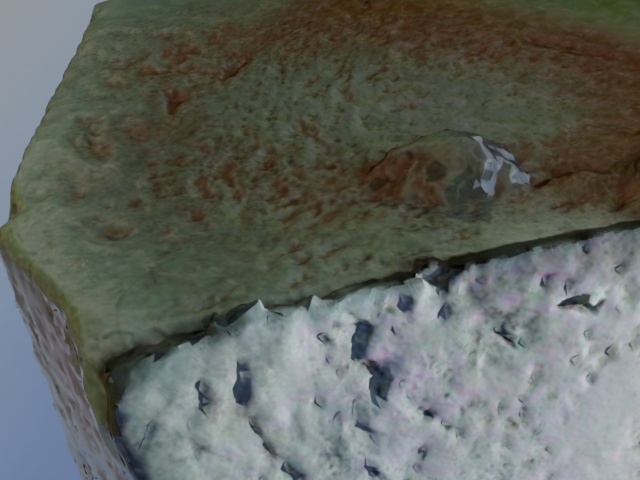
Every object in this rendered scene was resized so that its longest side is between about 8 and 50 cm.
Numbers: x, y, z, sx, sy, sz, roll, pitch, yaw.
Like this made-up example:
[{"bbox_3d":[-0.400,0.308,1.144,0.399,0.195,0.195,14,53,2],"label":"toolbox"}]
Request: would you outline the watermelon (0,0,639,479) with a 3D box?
[{"bbox_3d":[0.000,0.000,0.508,0.320,0.213,0.289,-49,-121,22],"label":"watermelon"}]
